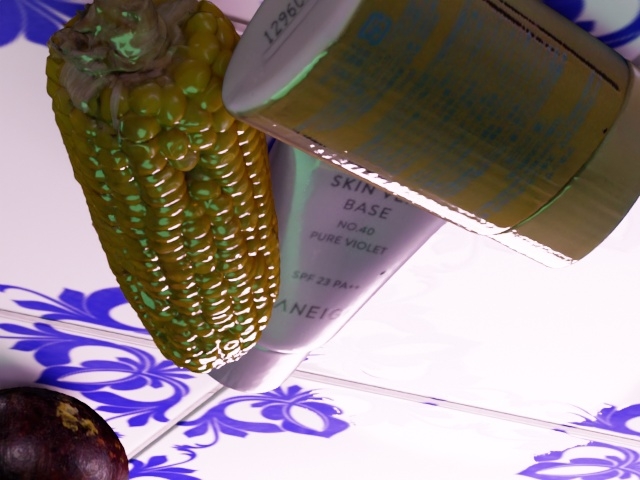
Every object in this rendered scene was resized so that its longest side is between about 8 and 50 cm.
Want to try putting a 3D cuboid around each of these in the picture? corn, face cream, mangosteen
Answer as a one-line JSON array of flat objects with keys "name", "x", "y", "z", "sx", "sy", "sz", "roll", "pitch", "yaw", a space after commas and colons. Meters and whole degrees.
[{"name": "corn", "x": -0.086, "y": -0.031, "z": 1.039, "sx": 0.119, "sy": 0.119, "sz": 0.322, "roll": 0, "pitch": 142, "yaw": 5}, {"name": "face cream", "x": 0.000, "y": 0.000, "z": 1.192, "sx": 0.154, "sy": 0.096, "sz": 0.274, "roll": 15, "pitch": 140, "yaw": -21}, {"name": "mangosteen", "x": -0.270, "y": 0.238, "z": 1.564, "sx": 0.192, "sy": 0.217, "sz": 0.192, "roll": 4, "pitch": 149, "yaw": 2}, {"name": "face cream", "x": 0.087, "y": -0.075, "z": 0.988, "sx": 0.285, "sy": 0.067, "sz": 0.139, "roll": 24, "pitch": 116, "yaw": -41}]
